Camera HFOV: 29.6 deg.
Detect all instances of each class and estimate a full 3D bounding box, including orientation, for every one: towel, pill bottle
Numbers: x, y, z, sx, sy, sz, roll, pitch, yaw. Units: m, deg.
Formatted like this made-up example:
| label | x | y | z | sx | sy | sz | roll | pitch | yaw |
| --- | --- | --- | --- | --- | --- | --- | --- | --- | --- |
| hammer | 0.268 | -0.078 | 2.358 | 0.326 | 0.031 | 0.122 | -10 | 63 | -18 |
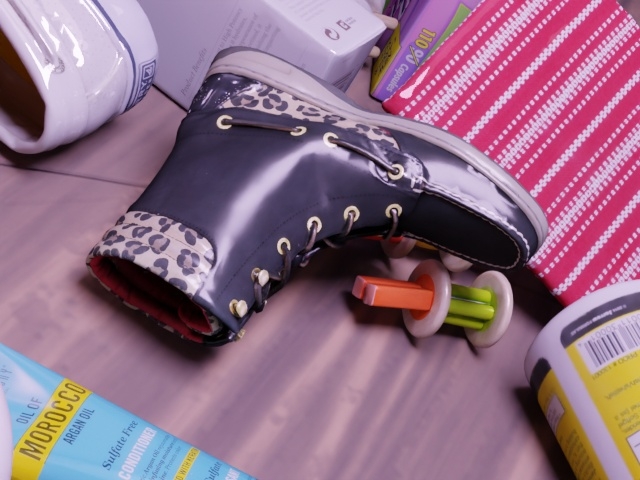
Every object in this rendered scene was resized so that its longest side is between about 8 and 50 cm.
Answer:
| label | x | y | z | sx | sy | sz | roll | pitch | yaw |
| --- | --- | --- | --- | --- | --- | --- | --- | --- | --- |
| towel | 0.194 | -0.058 | 0.859 | 0.275 | 0.031 | 0.199 | 46 | 69 | -9 |
| pill bottle | 0.217 | 0.136 | 0.731 | 0.119 | 0.119 | 0.208 | 5 | 46 | -31 |

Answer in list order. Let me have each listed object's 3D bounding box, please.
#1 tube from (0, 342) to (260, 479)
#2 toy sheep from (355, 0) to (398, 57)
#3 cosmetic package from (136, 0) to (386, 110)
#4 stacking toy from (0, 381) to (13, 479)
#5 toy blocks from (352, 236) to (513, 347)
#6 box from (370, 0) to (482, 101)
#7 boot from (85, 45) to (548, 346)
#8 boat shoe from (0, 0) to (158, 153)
| label | x | y | z | sx | sy | sz | roll | pitch | yaw |
| --- | --- | --- | --- | --- | --- | --- | --- | --- | --- |
| tube | -0.094 | 0.117 | 0.599 | 0.207 | 0.052 | 0.080 | 26 | 31 | 0 |
| toy sheep | 0.013 | -0.198 | 0.982 | 0.091 | 0.091 | 0.132 | 13 | 45 | -24 |
| cosmetic package | -0.083 | -0.168 | 0.857 | 0.231 | 0.117 | 0.085 | 40 | 38 | 7 |
| stacking toy | -0.277 | -0.067 | 0.518 | 0.480 | 0.350 | 0.350 | 55 | 40 | 1 |
| toy blocks | 0.044 | 0.009 | 0.801 | 0.148 | 0.054 | 0.123 | 12 | 42 | -25 |
| box | 0.144 | -0.242 | 1.016 | 0.117 | 0.213 | 0.243 | 22 | 40 | -14 |
| boot | -0.001 | 0.000 | 0.716 | 0.236 | 0.085 | 0.178 | 28 | 58 | 8 |
| boat shoe | -0.281 | -0.182 | 0.737 | 0.367 | 0.136 | 0.156 | 44 | 41 | -1 |
